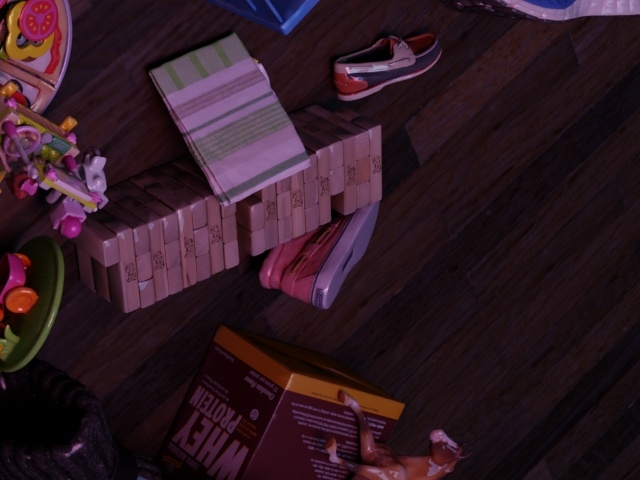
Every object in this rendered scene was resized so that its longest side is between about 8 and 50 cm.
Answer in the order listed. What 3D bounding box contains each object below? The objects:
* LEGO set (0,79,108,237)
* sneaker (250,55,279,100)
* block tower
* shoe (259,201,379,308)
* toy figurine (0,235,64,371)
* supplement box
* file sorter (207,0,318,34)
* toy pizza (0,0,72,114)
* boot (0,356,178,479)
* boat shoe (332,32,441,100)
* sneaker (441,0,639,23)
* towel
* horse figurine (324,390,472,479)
[{"bbox_3d":[-0.293,-0.055,1.497,0.287,0.107,0.132,4,132,-40],"label":"LEGO set"},{"bbox_3d":[-0.066,-0.146,1.753,0.035,0.031,0.083,-31,127,-9],"label":"sneaker"},{"bbox_3d":[-0.094,-0.036,1.739,0.335,0.091,0.097,-23,125,-32],"label":"block tower"},{"bbox_3d":[0.000,0.000,1.868,0.178,0.081,0.063,-58,160,-47],"label":"shoe"},{"bbox_3d":[-0.341,0.050,1.568,0.159,0.130,0.173,21,122,-33],"label":"toy figurine"},{"bbox_3d":[-0.049,0.219,1.890,0.191,0.129,0.194,20,97,-47],"label":"supplement box"},{"bbox_3d":[-0.065,-0.280,1.575,0.118,0.170,0.104,-48,133,-12],"label":"file sorter"},{"bbox_3d":[-0.298,-0.163,1.523,0.201,0.032,0.201,-21,125,-33],"label":"toy pizza"},{"bbox_3d":[-0.170,0.240,1.666,0.131,0.348,0.260,-73,157,-47],"label":"boot"},{"bbox_3d":[0.070,-0.191,1.839,0.137,0.049,0.043,-26,126,-24],"label":"boat shoe"},{"bbox_3d":[0.248,-0.314,1.899,0.330,0.129,0.147,-13,110,-45],"label":"sneaker"},{"bbox_3d":[-0.087,-0.116,1.686,0.113,0.023,0.152,-27,85,-34],"label":"towel"},{"bbox_3d":[0.028,0.284,1.854,0.174,0.066,0.263,40,80,-41],"label":"horse figurine"}]
